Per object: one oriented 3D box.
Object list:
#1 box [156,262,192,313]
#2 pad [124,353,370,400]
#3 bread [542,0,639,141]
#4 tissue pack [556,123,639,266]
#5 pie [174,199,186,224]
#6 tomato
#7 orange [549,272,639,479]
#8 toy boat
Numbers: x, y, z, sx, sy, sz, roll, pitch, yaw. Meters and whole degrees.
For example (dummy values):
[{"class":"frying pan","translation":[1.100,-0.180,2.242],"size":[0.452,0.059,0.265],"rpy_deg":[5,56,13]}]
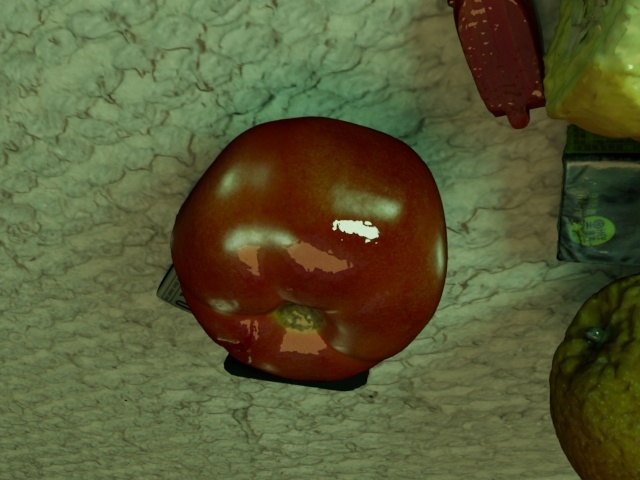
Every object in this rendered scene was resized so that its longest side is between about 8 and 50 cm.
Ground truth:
[{"class":"box","translation":[-0.148,0.050,1.079],"size":[0.115,0.036,0.177],"rpy_deg":[24,141,-15]},{"class":"pad","translation":[-0.089,0.123,0.981],"size":[0.323,0.250,0.055],"rpy_deg":[-11,111,16]},{"class":"bread","translation":[0.374,-0.143,0.560],"size":[0.375,0.165,0.236],"rpy_deg":[11,142,1]},{"class":"tissue pack","translation":[0.358,-0.041,0.775],"size":[0.235,0.073,0.173],"rpy_deg":[3,143,14]},{"class":"pie","translation":[-0.106,-0.011,0.958],"size":[0.154,0.036,0.154],"rpy_deg":[1,127,1]},{"class":"tomato","translation":[0.000,0.000,0.812],"size":[0.299,0.226,0.298],"rpy_deg":[7,136,7]},{"class":"orange","translation":[0.429,0.185,0.860],"size":[0.357,0.322,0.322],"rpy_deg":[34,139,-11]},{"class":"toy boat","translation":[0.155,-0.180,0.671],"size":[0.069,0.059,0.173],"rpy_deg":[-9,131,26]}]
